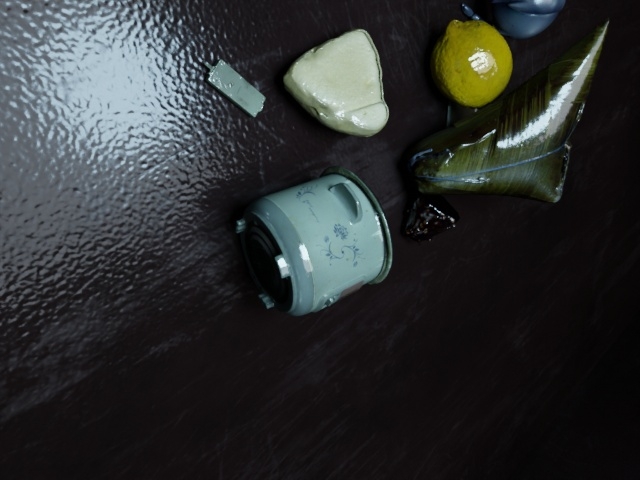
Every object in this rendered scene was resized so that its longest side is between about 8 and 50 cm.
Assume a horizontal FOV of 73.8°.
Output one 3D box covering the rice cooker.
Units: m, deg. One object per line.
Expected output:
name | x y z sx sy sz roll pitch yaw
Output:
rice cooker | 0.000 0.000 0.874 0.317 0.264 0.316 -30 159 -13

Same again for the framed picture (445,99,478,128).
framed picture | 0.413 -0.405 1.231 0.142 0.011 0.183 -13 111 -35

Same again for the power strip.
power strip | -0.164 -0.291 0.807 0.136 0.019 0.051 32 85 -40

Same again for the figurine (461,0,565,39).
figurine | 0.484 -0.635 1.084 0.175 0.265 0.197 -30 148 -13

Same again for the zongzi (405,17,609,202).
zongzi | 0.422 -0.299 1.022 0.404 0.207 0.432 0 129 -1

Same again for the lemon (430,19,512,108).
lemon | 0.380 -0.438 1.074 0.257 0.188 0.188 44 75 -29

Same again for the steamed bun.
steamed bun | 0.043 -0.307 0.904 0.231 0.110 0.212 -35 100 -22

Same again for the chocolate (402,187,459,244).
chocolate | 0.284 -0.059 1.181 0.156 0.156 0.133 13 125 -40
